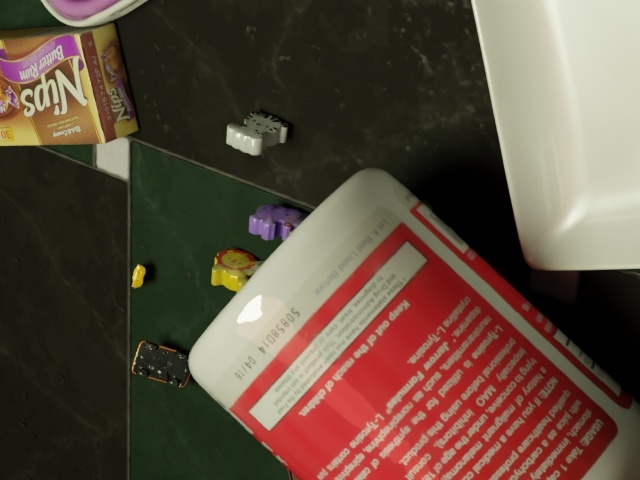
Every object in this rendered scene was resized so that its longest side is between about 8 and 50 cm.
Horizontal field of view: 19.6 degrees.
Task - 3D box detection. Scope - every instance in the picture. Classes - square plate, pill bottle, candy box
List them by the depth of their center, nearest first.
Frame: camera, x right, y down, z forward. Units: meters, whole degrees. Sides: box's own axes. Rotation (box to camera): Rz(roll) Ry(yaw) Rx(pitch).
[{"bbox_3d":[0.267,-0.147,1.339,0.344,0.049,0.347,-1,108,40],"label":"square plate"},{"bbox_3d":[0.113,0.154,1.460,0.407,0.229,0.229,43,132,3],"label":"pill bottle"},{"bbox_3d":[-0.267,-0.149,1.790,0.186,0.053,0.109,3,111,41],"label":"candy box"}]

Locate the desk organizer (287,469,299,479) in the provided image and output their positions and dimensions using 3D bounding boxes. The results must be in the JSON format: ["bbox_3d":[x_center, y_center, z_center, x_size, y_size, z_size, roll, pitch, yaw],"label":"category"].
[{"bbox_3d":[-0.004,0.179,1.719,0.050,0.047,0.130,-1,109,38],"label":"desk organizer"}]

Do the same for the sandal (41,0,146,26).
[{"bbox_3d":[-0.140,-0.304,1.576,0.169,0.102,0.416,54,133,7],"label":"sandal"}]

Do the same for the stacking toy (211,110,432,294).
[{"bbox_3d":[0.000,0.000,1.636,0.221,0.052,0.167,26,126,27],"label":"stacking toy"}]

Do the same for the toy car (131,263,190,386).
[{"bbox_3d":[-0.156,0.082,1.825,0.040,0.060,0.122,-149,58,-83],"label":"toy car"}]
